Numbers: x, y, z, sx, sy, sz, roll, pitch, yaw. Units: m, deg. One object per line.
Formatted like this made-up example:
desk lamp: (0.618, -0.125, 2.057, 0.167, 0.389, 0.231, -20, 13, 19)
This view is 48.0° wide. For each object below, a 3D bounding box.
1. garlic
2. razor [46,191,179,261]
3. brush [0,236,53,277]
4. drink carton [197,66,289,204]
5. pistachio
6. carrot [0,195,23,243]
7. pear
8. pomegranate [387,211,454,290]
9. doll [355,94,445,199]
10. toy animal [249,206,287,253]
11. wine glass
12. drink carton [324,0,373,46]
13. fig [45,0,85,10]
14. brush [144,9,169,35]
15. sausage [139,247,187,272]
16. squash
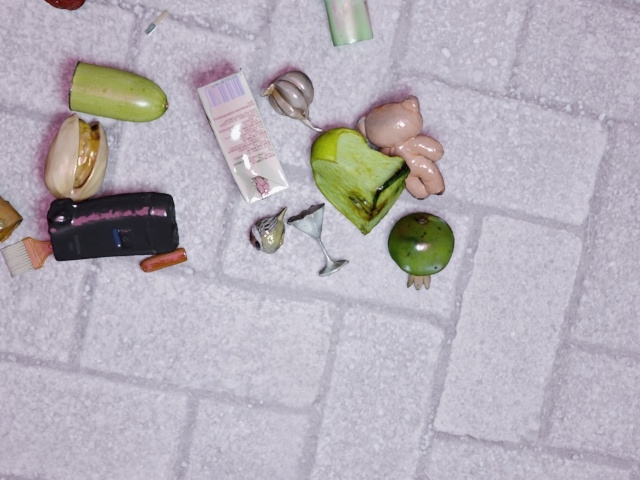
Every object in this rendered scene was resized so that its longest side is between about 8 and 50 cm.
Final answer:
garlic: (-0.056, -0.362, 1.907, 0.127, 0.131, 0.194, -34, 98, 28)
razor: (-0.537, -0.034, 1.872, 0.326, 0.107, 0.189, -6, 130, -11)
brush: (-0.694, 0.005, 1.934, 0.314, 0.017, 0.090, -21, 97, -5)
drink carton: (-0.200, -0.266, 1.869, 0.132, 0.194, 0.325, -23, 98, -2)
pistachio: (-0.630, -0.209, 1.862, 0.157, 0.157, 0.230, 14, 91, -7)
carrot: (-0.940, -0.105, 1.793, 0.224, 0.224, 0.341, -43, 101, -1)
pear: (0.090, -0.175, 1.926, 0.255, 0.238, 0.164, 37, 65, 16)
pomegranate: (0.274, 0.035, 1.971, 0.186, 0.187, 0.225, -3, 123, -6)
doll: (0.243, -0.255, 1.960, 0.201, 0.156, 0.303, -15, 124, 34)
toy animal: (-0.141, -0.033, 1.952, 0.098, 0.098, 0.137, 13, 87, -7)
wine glass: (0.000, 0.000, 1.960, 0.122, 0.122, 0.183, -29, 102, -3)
drink carton: (0.076, -0.593, 1.900, 0.144, 0.146, 0.143, -15, 105, -4)
fig: (-0.660, -0.657, 1.844, 0.119, 0.153, 0.119, -8, 138, -7)
brush: (-0.433, -0.577, 1.905, 0.016, 0.013, 0.084, 44, 88, -6)
sausage: (-0.426, 0.054, 1.955, 0.131, 0.039, 0.041, -17, 104, -3)
squash: (-0.514, -0.371, 1.860, 0.246, 0.132, 0.133, 12, 94, -8)
